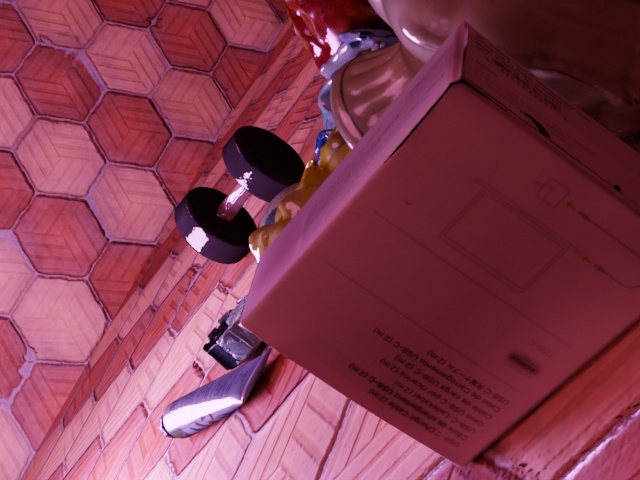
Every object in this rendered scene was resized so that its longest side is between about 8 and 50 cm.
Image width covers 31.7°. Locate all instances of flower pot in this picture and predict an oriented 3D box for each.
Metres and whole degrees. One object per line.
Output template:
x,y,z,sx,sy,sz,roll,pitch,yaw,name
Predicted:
0.147,-0.169,0.894,0.307,0.307,0.244,-72,5,-50,flower pot

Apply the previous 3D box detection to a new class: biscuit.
-0.031,-0.047,1.791,0.292,0.026,0.048,-79,7,-60,biscuit

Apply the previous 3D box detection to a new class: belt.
-0.112,0.129,1.580,0.105,0.058,0.140,-53,8,-15,belt

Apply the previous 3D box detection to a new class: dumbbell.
-0.141,-0.080,1.987,0.218,0.152,0.152,-49,15,29,dumbbell

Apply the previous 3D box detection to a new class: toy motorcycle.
0.066,-0.143,1.320,0.260,0.154,0.206,23,118,61,toy motorcycle

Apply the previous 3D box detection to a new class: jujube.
0.088,-0.341,1.542,0.276,0.276,0.377,-49,16,27,jujube

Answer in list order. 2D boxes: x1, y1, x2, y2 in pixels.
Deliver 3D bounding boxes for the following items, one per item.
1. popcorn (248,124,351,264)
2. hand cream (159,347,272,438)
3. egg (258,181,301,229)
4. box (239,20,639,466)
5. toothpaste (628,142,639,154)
0.048,-0.005,1.039,0.255,0.195,0.256,-43,-1,28,popcorn
-0.146,0.214,1.506,0.256,0.055,0.088,-37,15,49,hand cream
0.000,0.000,1.303,0.141,0.141,0.181,-56,19,0,egg
0.098,0.013,0.771,0.252,0.203,0.106,-49,16,30,box
0.187,0.001,0.873,0.190,0.031,0.048,-53,16,29,toothpaste
